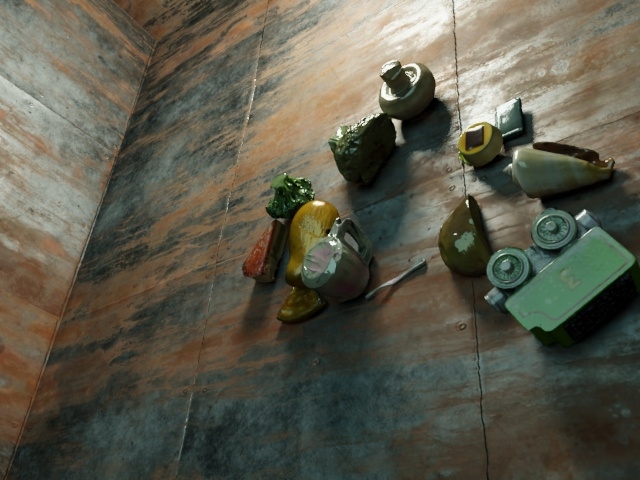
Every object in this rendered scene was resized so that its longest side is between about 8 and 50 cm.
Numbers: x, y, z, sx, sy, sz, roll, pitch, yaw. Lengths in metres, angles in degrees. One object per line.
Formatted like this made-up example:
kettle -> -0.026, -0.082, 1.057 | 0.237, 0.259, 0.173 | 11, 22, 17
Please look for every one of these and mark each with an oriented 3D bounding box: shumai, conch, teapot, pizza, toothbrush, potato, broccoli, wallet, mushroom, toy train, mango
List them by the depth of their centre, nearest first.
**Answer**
toy train -> 0.532, 0.086, 1.405 | 0.307, 0.173, 0.248 | -42, 49, 9
conch -> 0.593, -0.165, 1.597 | 0.255, 0.127, 0.158 | 15, 39, 25
potato -> 0.369, -0.014, 1.681 | 0.138, 0.098, 0.243 | -29, 43, 26
toothbrush -> 0.211, 0.110, 1.785 | 0.204, 0.022, 0.017 | -36, 42, 16
wallet -> 0.545, -0.345, 1.827 | 0.088, 0.026, 0.129 | -22, 49, 38
teapot -> 0.055, 0.067, 1.850 | 0.163, 0.178, 0.221 | -21, 49, 39
pizza -> -0.066, 0.179, 1.976 | 0.185, 0.036, 0.176 | -32, 41, 23
mango -> -0.022, 0.012, 1.983 | 0.177, 0.120, 0.294 | 2, 71, 28
mushroom -> 0.268, -0.506, 2.075 | 0.204, 0.204, 0.204 | -24, 46, 28
shumai -> 0.115, -0.320, 2.080 | 0.218, 0.189, 0.255 | 22, 71, 47
broccoli -> -0.107, -0.146, 2.173 | 0.196, 0.156, 0.195 | -18, 52, 24

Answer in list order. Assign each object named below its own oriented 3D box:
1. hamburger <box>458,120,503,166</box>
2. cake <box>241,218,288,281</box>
hamburger -> 0.454, -0.272, 1.809 | 0.141, 0.081, 0.126 | -31, 46, 27
cake -> -0.194, 0.044, 2.157 | 0.117, 0.086, 0.220 | -11, 54, 34
